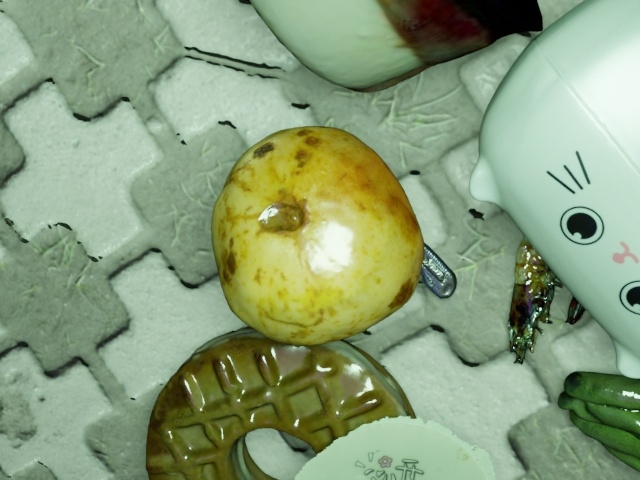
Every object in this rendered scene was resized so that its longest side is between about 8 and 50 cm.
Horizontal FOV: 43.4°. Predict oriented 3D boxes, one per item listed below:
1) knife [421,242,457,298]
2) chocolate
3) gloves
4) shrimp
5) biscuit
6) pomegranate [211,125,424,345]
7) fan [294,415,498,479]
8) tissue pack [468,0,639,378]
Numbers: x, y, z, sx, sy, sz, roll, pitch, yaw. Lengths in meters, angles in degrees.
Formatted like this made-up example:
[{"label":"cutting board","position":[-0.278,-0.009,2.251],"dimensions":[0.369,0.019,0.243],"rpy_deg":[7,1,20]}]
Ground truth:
[{"label":"knife","position":[0.104,0.014,0.870],"dimensions":[0.121,0.018,0.031],"rpy_deg":[46,107,-2]},{"label":"chocolate","position":[0.036,-0.249,0.700],"dimensions":[0.186,0.283,0.283],"rpy_deg":[-35,96,34]},{"label":"gloves","position":[0.379,0.200,0.827],"dimensions":[0.268,0.107,0.135],"rpy_deg":[19,78,8]},{"label":"shrimp","position":[0.243,0.063,0.846],"dimensions":[0.091,0.034,0.161],"rpy_deg":[12,107,7]},{"label":"biscuit","position":[-0.040,0.247,0.920],"dimensions":[0.332,0.103,0.332],"rpy_deg":[3,106,11]},{"label":"pomegranate","position":[0.000,0.000,0.794],"dimensions":[0.215,0.215,0.215],"rpy_deg":[3,106,11]},{"label":"fan","position":[0.063,0.376,0.879],"dimensions":[0.233,0.012,0.414],"rpy_deg":[7,105,-4]},{"label":"tissue pack","position":[0.292,-0.048,0.701],"dimensions":[0.236,0.229,0.333],"rpy_deg":[-39,95,22]}]
